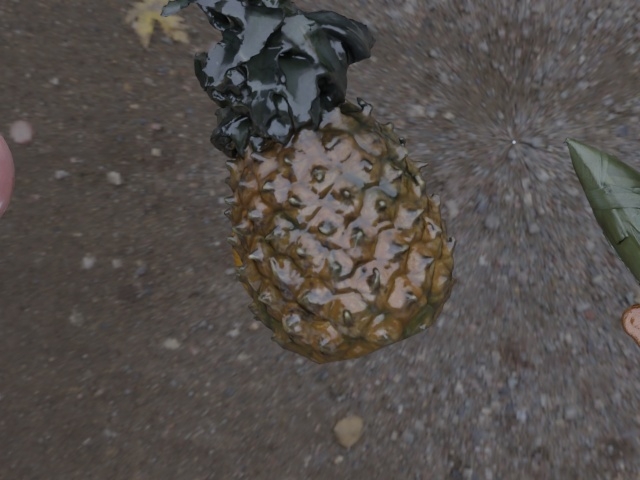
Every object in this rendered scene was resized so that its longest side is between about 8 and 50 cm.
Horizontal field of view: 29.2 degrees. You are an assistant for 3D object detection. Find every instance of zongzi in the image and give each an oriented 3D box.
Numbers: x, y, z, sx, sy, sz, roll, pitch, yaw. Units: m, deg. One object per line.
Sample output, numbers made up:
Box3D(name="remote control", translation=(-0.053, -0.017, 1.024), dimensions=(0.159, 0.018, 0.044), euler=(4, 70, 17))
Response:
Box3D(name="zongzi", translation=(0.263, -0.008, 1.052), dimensions=(0.062, 0.154, 0.130), euler=(-36, 127, 27))

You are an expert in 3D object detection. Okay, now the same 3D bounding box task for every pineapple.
Box3D(name="pineapple", translation=(-0.015, -0.068, 0.612), dimensions=(0.125, 0.125, 0.251), euler=(-15, 102, 10))

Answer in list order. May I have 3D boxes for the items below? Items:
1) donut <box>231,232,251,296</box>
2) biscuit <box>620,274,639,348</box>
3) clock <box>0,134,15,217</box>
Box3D(name="donut", translation=(-0.001, 0.002, 1.533), dimensions=(0.226, 0.114, 0.227), euler=(-1, 126, -1))
Box3D(name="biscuit", translation=(0.292, 0.039, 0.942), dimensions=(0.102, 0.019, 0.130), euler=(28, 93, 2))
Box3D(name="clock", translation=(-0.218, 0.046, 0.445), dimensions=(0.142, 0.241, 0.227), euler=(8, 90, 0))
